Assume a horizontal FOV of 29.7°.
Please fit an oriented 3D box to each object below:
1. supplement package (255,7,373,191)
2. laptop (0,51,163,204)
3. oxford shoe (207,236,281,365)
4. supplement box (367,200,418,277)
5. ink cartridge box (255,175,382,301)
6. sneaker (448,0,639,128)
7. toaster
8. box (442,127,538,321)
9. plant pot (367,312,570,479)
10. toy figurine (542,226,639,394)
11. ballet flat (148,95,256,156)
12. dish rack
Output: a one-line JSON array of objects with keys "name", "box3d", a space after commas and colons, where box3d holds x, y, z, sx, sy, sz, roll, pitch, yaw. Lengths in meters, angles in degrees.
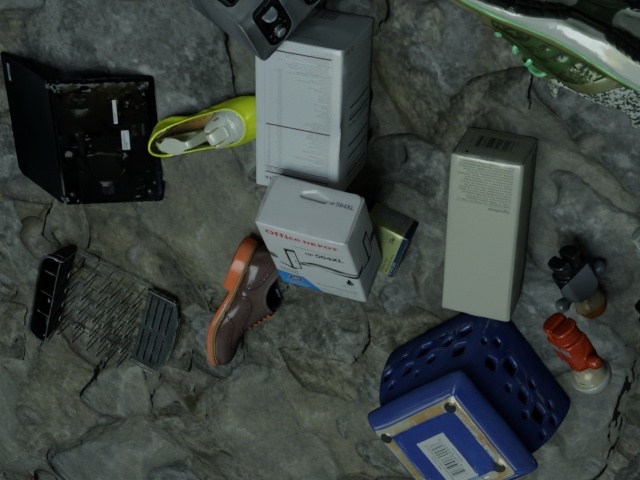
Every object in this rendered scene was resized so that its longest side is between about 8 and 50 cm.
[{"name": "supplement package", "box3d": [-0.010, -0.204, 1.781, 0.139, 0.134, 0.244, 14, 125, 17]}, {"name": "laptop", "box3d": [-0.405, -0.193, 2.050, 0.264, 0.136, 0.234, -3, 123, -3]}, {"name": "oxford shoe", "box3d": [-0.127, 0.124, 2.070, 0.098, 0.097, 0.271, 22, 127, 4]}, {"name": "supplement box", "box3d": [0.098, -0.002, 1.907, 0.083, 0.056, 0.083, 26, 128, 8]}, {"name": "ink cartridge box", "box3d": [0.000, 0.000, 1.807, 0.148, 0.086, 0.203, 14, 157, 19]}, {"name": "sneaker", "box3d": [0.303, -0.264, 1.606, 0.410, 0.158, 0.182, 30, 146, 11]}, {"name": "toaster", "box3d": [-0.094, -0.370, 1.651, 0.186, 0.168, 0.110, 40, 175, 21]}, {"name": "box", "box3d": [0.251, -0.022, 1.799, 0.113, 0.094, 0.275, 13, 125, 18]}, {"name": "plant pot", "box3d": [0.228, 0.278, 1.925, 0.236, 0.212, 0.236, -32, 103, 35]}, {"name": "toy figurine", "box3d": [0.434, 0.101, 1.722, 0.213, 0.209, 0.148, -20, 126, 27]}, {"name": "ballet flat", "box3d": [-0.179, -0.172, 1.916, 0.231, 0.077, 0.077, -9, 115, 29]}, {"name": "dish rack", "box3d": [-0.393, 0.139, 2.216, 0.271, 0.074, 0.208, 26, 128, 8]}]
